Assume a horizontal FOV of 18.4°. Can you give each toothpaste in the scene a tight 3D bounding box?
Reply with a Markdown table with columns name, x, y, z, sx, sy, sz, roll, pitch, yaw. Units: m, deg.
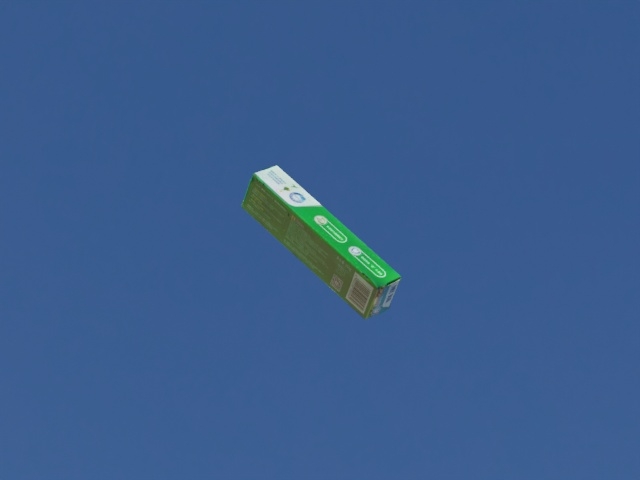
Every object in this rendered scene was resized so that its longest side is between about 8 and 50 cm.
| name | x | y | z | sx | sy | sz | roll | pitch | yaw |
| --- | --- | --- | --- | --- | --- | --- | --- | --- | --- |
| toothpaste | 0.000 | 0.000 | 0.862 | 0.083 | 0.017 | 0.020 | 42 | -47 | 26 |
